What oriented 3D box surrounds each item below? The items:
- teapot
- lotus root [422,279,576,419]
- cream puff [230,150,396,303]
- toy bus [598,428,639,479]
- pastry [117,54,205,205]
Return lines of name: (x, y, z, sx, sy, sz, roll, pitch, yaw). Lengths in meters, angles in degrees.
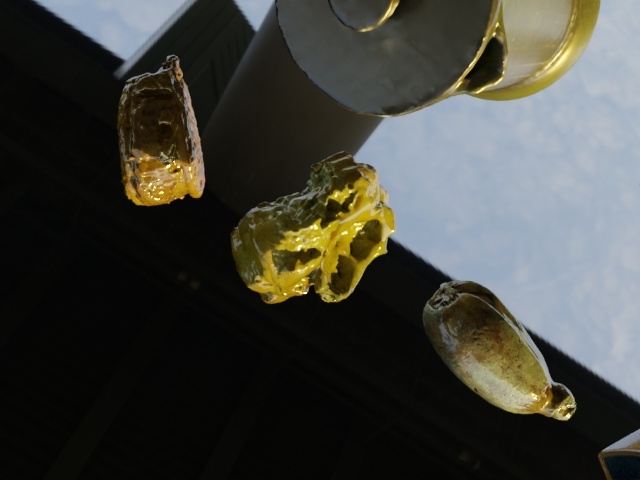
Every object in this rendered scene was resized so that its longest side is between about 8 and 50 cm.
teapot: (0.089, -0.231, 0.711, 0.270, 0.200, 0.337, 47, -150, 12)
lotus root: (0.304, 0.209, 1.412, 0.322, 0.140, 0.158, 48, -162, -11)
cream puff: (0.000, 0.000, 1.219, 0.282, 0.282, 0.185, -30, -95, -41)
toy bus: (0.414, 0.243, 0.924, 0.182, 0.091, 0.103, -18, -96, -27)
pastry: (-0.280, -0.177, 1.399, 0.132, 0.235, 0.240, -11, -152, -3)
